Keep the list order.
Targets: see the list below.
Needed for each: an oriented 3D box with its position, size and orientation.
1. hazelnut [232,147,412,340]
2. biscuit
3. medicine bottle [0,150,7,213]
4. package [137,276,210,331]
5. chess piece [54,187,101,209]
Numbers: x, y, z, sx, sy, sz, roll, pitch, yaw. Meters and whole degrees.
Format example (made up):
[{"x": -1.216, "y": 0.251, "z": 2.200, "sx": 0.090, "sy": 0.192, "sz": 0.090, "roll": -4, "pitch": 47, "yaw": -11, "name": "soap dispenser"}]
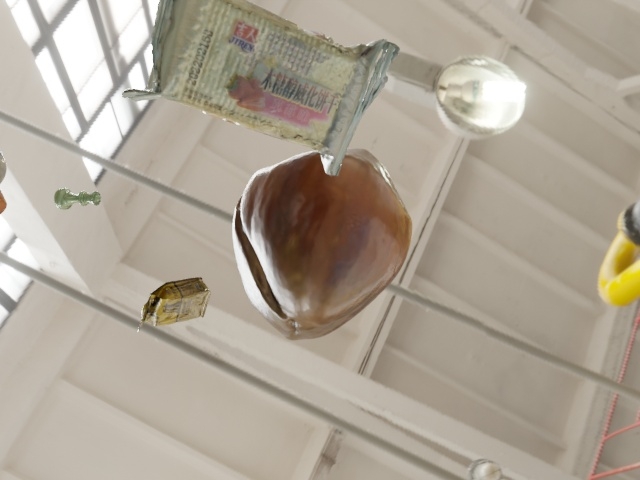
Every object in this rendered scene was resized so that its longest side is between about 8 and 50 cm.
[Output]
[{"x": 0.000, "y": 0.000, "z": 1.303, "sx": 0.315, "sy": 0.372, "sz": 0.372, "roll": 18, "pitch": -114, "yaw": -14, "name": "hazelnut"}, {"x": -0.063, "y": -0.201, "z": 0.856, "sx": 0.309, "sy": 0.079, "sz": 0.186, "roll": 17, "pitch": -75, "yaw": -29, "name": "biscuit"}, {"x": -0.671, "y": -0.169, "z": 1.299, "sx": 0.157, "sy": 0.157, "sz": 0.288, "roll": -27, "pitch": -100, "yaw": -15, "name": "medicine bottle"}, {"x": -0.261, "y": 0.111, "z": 1.259, "sx": 0.131, "sy": 0.071, "sz": 0.047, "roll": -12, "pitch": -131, "yaw": -35, "name": "package"}, {"x": -0.458, "y": -0.081, "z": 1.372, "sx": 0.093, "sy": 0.042, "sz": 0.042, "roll": -1, "pitch": -115, "yaw": 21, "name": "chess piece"}]
